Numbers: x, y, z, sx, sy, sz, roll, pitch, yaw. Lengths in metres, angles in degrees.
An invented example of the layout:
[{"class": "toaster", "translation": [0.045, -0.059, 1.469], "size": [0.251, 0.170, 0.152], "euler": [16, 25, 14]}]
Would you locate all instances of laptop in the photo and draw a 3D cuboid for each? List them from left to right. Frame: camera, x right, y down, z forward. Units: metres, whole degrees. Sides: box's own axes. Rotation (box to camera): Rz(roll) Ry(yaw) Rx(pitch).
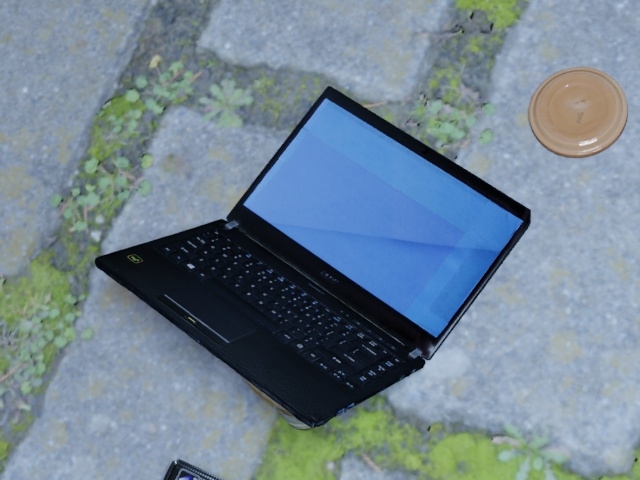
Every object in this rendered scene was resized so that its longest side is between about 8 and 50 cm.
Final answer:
[{"class": "laptop", "translation": [0.000, 0.000, 1.082], "size": [0.234, 0.264, 0.136], "euler": [34, 119, 24]}]

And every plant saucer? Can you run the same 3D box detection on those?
[{"class": "plant saucer", "translation": [0.220, -0.111, 1.131], "size": [0.084, 0.013, 0.083], "euler": [-5, 70, 14]}]

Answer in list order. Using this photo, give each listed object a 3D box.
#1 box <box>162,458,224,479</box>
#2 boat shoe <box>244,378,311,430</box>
[{"class": "box", "translation": [-0.073, 0.294, 1.045], "size": [0.191, 0.045, 0.184], "euler": [22, 75, 22]}, {"class": "boat shoe", "translation": [-0.053, 0.083, 1.109], "size": [0.063, 0.059, 0.170], "euler": [-42, 66, -2]}]
